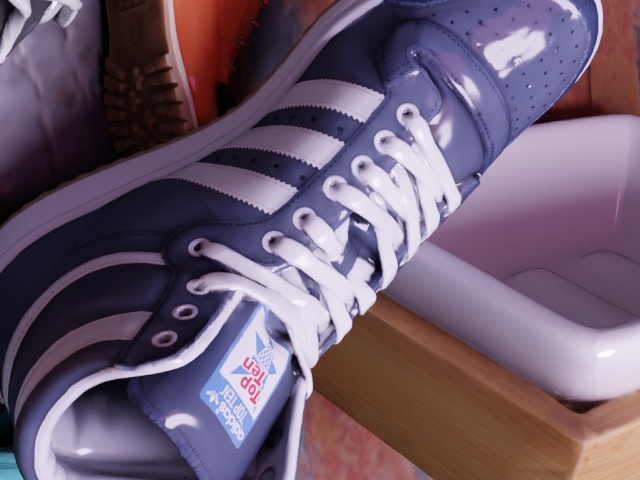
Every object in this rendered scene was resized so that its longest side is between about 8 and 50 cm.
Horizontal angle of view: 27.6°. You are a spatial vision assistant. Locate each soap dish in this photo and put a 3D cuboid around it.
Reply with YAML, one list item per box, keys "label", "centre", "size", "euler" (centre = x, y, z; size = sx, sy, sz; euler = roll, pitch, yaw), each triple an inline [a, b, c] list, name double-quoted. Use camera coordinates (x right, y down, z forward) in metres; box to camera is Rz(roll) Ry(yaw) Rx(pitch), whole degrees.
- label: "soap dish"
  centre: [0.135, 0.031, 0.648]
  size: [0.291, 0.229, 0.118]
  euler: [-13, 120, -37]

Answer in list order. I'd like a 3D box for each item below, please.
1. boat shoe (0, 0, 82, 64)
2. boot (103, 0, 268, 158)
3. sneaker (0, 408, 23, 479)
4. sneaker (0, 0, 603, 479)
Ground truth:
- label: "boat shoe"
  centre: [-0.122, -0.117, 0.451]
  size: [0.306, 0.105, 0.113]
  euler: [-48, 121, -5]
- label: "boot"
  centre: [-0.053, -0.087, 0.580]
  size: [0.085, 0.059, 0.157]
  euler: [-15, 103, -42]
- label: "sneaker"
  centre: [-0.113, 0.123, 0.531]
  size: [0.275, 0.107, 0.110]
  euler: [33, 65, -37]
- label: "sneaker"
  centre: [0.000, 0.000, 0.487]
  size: [0.282, 0.153, 0.099]
  euler: [-30, 124, 5]
